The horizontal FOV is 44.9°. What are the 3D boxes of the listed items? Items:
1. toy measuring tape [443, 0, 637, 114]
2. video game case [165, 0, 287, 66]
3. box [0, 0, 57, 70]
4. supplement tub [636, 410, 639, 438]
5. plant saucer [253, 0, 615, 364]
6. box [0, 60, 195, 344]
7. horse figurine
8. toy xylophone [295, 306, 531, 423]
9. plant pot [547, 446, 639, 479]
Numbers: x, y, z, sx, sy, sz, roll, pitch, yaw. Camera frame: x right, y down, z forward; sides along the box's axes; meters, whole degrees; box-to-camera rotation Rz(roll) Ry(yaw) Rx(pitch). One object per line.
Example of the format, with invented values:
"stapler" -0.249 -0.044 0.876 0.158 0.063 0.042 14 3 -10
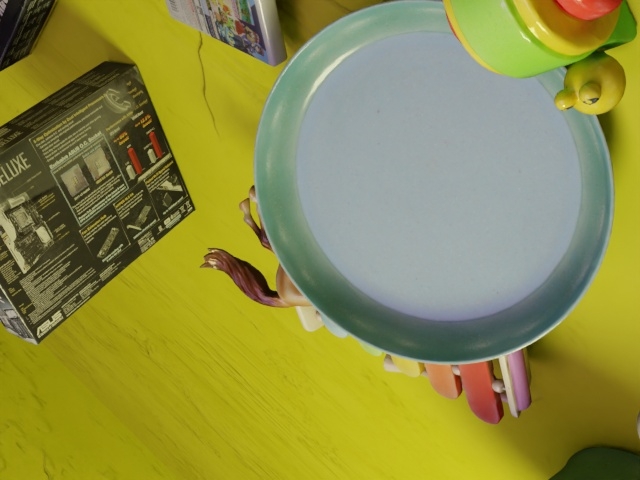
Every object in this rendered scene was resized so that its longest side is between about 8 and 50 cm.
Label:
"toy measuring tape" 0.105 -0.217 0.490 0.121 0.121 0.330 -10 117 55
"video game case" -0.114 -0.283 0.743 0.183 0.023 0.201 33 149 36
"box" -0.457 -0.396 1.016 0.257 0.079 0.322 52 149 -11
"supplement tub" 0.370 0.098 0.394 0.331 0.241 0.241 32 146 24
"plant saucer" 0.088 -0.044 0.670 0.317 0.043 0.318 10 112 24
"box" -0.326 -0.054 1.014 0.076 0.307 0.242 15 137 36
"horse figurine" 0.000 0.000 0.802 0.263 0.066 0.174 -31 82 28
"toy xylophone" 0.110 0.105 0.876 0.322 0.081 0.236 9 133 47
"plant pot" 0.281 0.366 0.792 0.271 0.255 0.272 31 145 25
